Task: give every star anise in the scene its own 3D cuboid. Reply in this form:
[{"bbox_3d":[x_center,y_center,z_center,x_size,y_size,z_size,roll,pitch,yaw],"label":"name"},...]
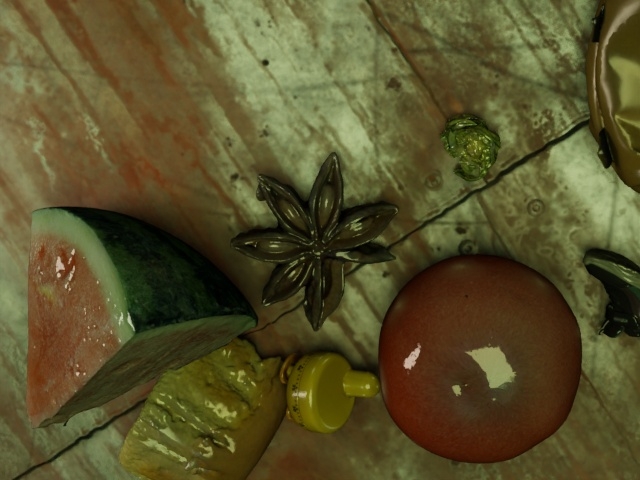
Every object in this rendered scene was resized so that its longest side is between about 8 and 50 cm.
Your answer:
[{"bbox_3d":[-0.015,-0.008,1.661,0.212,0.073,0.197,-43,101,8],"label":"star anise"}]

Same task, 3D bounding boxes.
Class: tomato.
[{"bbox_3d":[0.193,0.146,1.612,0.256,0.224,0.255,2,101,13],"label":"tomato"}]

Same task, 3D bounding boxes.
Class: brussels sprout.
[{"bbox_3d":[0.186,-0.119,1.635,0.085,0.058,0.085,18,129,24],"label":"brussels sprout"}]

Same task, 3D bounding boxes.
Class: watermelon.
[{"bbox_3d":[-0.264,0.080,1.572,0.283,0.250,0.292,32,69,22],"label":"watermelon"}]

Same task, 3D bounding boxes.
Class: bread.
[{"bbox_3d":[-0.155,0.240,1.693,0.174,0.133,0.251,33,104,1],"label":"bread"}]

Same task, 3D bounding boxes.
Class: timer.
[{"bbox_3d":[0.011,0.193,1.684,0.109,0.107,0.107,2,105,35],"label":"timer"}]

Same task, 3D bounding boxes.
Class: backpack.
[{"bbox_3d":[0.495,-0.204,1.523,0.378,0.201,0.353,-9,106,8],"label":"backpack"}]

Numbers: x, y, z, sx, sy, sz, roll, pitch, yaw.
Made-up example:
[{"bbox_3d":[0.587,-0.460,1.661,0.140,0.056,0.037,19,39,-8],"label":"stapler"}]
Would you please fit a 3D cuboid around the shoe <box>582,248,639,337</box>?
[{"bbox_3d":[0.386,0.084,1.661,0.169,0.071,0.099,33,105,-8],"label":"shoe"}]
